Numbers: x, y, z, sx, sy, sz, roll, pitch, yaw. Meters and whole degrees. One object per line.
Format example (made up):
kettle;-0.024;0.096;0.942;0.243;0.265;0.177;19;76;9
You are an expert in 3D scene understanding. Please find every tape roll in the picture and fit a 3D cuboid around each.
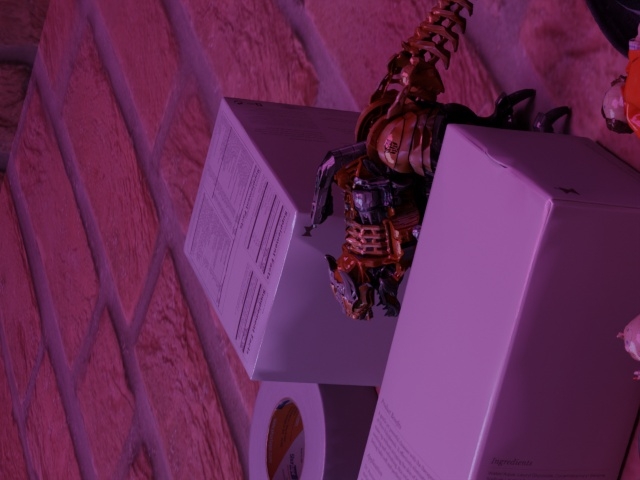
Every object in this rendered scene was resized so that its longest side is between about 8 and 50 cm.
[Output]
tape roll;-0.009;0.235;2.029;0.219;0.072;0.219;-174;90;-66

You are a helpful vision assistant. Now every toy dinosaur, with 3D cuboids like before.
toy dinosaur;0.106;-0.077;1.651;0.164;0.218;0.322;-110;34;-45

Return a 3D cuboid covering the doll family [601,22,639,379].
doll family;0.263;-0.021;1.207;0.163;0.118;0.263;124;145;-71

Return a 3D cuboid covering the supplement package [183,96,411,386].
supplement package;0.000;0.000;1.897;0.262;0.199;0.198;-123;44;-55

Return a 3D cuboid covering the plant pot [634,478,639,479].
plant pot;0.246;0.317;1.228;0.196;0.293;0.293;83;-175;-74

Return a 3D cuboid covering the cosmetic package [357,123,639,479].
cosmetic package;0.167;0.103;1.555;0.197;0.155;0.365;-131;51;-58

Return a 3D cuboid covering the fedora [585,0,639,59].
fedora;0.241;-0.302;1.472;0.334;0.152;0.334;-175;90;-67

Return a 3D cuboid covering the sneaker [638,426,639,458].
sneaker;0.287;0.192;1.365;0.130;0.087;0.227;-56;-39;-55
